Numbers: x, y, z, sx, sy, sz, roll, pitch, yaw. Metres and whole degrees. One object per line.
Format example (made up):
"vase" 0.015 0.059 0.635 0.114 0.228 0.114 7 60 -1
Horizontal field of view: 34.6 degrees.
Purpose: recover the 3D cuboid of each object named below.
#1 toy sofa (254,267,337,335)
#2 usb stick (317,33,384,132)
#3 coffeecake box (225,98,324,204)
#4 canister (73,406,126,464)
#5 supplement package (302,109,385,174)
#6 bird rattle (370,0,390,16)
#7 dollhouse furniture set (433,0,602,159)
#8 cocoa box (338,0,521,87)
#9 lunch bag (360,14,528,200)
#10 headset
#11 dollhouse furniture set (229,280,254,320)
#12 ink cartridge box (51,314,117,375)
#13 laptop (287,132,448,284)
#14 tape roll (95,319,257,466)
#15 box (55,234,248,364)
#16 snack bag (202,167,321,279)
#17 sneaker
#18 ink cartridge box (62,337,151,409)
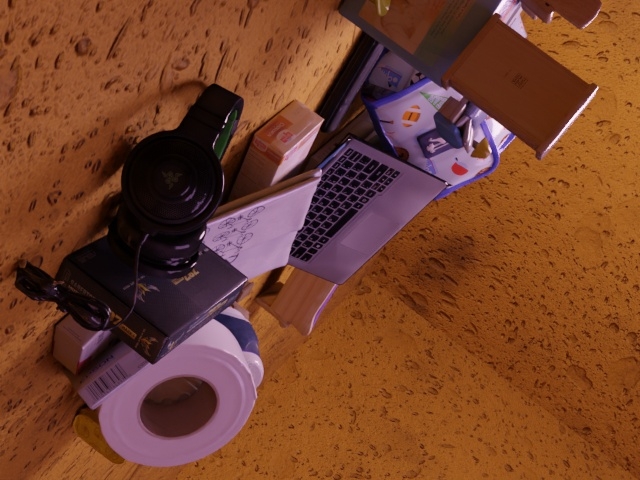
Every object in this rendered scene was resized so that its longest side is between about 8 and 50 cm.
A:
"toy sofa" -0.003 0.065 2.708 0.363 0.177 0.150 -59 169 27
"usb stick" 0.073 -0.329 1.995 0.278 0.045 0.077 -58 169 28
"coffeecake box" -0.083 -0.140 1.846 0.142 0.068 0.185 -46 169 -45
"canister" -0.377 0.336 1.998 0.170 0.126 0.073 -45 168 -49
"supplement package" 0.090 -0.128 2.355 0.262 0.199 0.198 -44 167 -45
"bird rattle" 0.067 -0.451 1.410 0.207 0.143 0.254 -62 171 -68
"dollhouse furniture set" 0.354 -0.256 1.720 0.286 0.198 0.303 -50 168 -1
"cocoa box" 0.237 -0.463 1.715 0.347 0.231 0.228 -56 169 23
"lunch bag" 0.279 -0.313 2.187 0.385 0.239 0.328 -46 134 -14
"headset" -0.231 -0.052 1.362 0.394 0.185 0.243 -65 -177 -35
"dollhouse furniture set" -0.219 0.194 2.332 0.182 0.101 0.161 -58 170 30
"ink cartridge box" -0.344 0.128 1.582 0.135 0.056 0.099 -46 170 -37
"laptop" 0.000 0.000 2.068 0.382 0.407 0.236 -44 -145 36
"tape roll" -0.263 0.270 1.852 0.286 0.286 0.100 -56 -147 17
"box" -0.235 0.059 1.468 0.059 0.183 0.232 -58 169 30
"snack bag" -0.163 0.024 1.812 0.323 0.037 0.342 -24 159 -26
"sneaker" -0.283 0.215 2.023 0.322 0.236 0.130 -6 123 -15
"ink cartridge box" -0.311 0.165 1.668 0.223 0.045 0.224 -38 -163 -15
